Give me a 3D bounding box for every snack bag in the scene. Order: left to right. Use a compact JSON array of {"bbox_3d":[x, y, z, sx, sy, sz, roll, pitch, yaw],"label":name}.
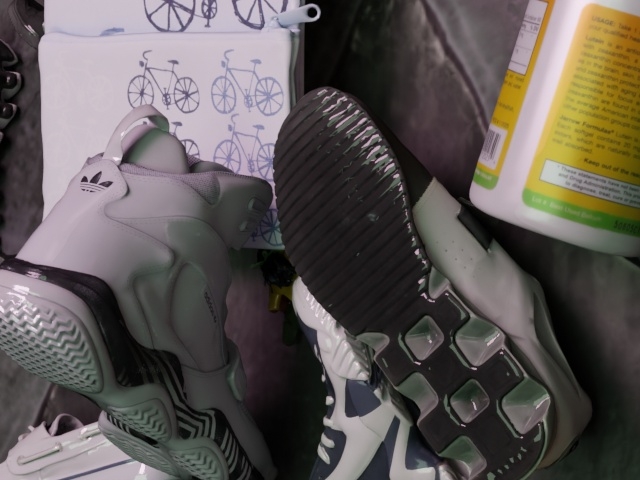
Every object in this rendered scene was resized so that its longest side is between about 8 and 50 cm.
[{"bbox_3d":[-0.130,-0.168,1.395,0.323,0.037,0.342,6,97,42],"label":"snack bag"}]

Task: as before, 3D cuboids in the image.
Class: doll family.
[{"bbox_3d":[0.000,0.000,1.370,0.111,0.076,0.193,32,101,34],"label":"doll family"}]

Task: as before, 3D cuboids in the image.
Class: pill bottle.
[{"bbox_3d":[0.205,-0.123,1.197,0.136,0.136,0.245,23,101,32],"label":"pill bottle"}]

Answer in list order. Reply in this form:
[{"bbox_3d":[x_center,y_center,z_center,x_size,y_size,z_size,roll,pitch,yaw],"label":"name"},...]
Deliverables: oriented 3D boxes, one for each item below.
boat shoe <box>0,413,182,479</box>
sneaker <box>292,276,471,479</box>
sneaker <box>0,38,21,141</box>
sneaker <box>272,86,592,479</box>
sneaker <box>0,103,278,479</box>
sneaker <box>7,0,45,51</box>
[{"bbox_3d":[-0.228,0.198,1.508,0.258,0.095,0.084,-15,76,21],"label":"boat shoe"},{"bbox_3d":[0.018,0.146,1.318,0.153,0.094,0.235,-35,98,30],"label":"sneaker"},{"bbox_3d":[-0.370,-0.057,1.601,0.118,0.110,0.292,10,86,41],"label":"sneaker"},{"bbox_3d":[0.085,0.030,1.261,0.122,0.146,0.330,-39,74,30],"label":"sneaker"},{"bbox_3d":[-0.102,0.059,1.313,0.137,0.366,0.210,16,69,35],"label":"sneaker"},{"bbox_3d":[-0.208,-0.184,1.524,0.089,0.051,0.170,-48,69,22],"label":"sneaker"}]
